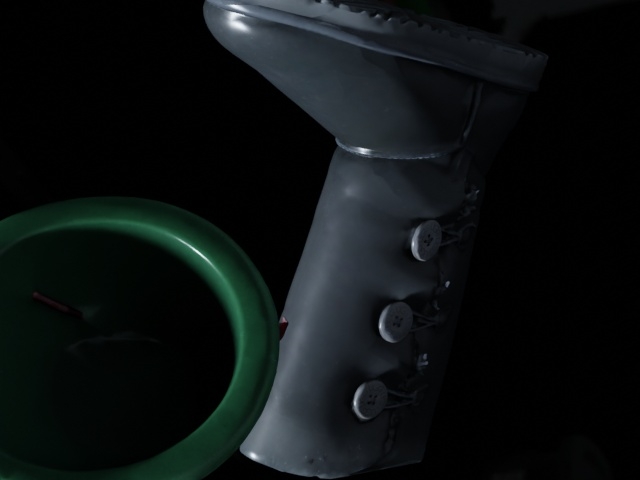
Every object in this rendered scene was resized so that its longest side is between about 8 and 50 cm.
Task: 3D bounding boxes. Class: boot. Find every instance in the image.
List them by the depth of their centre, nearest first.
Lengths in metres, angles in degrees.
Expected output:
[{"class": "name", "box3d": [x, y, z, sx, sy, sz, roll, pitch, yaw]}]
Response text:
[{"class": "boot", "box3d": [0.002, 0.000, 1.196, 0.367, 0.146, 0.445, 10, -73, -33]}]

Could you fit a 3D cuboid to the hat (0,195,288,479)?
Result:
[{"class": "hat", "box3d": [-0.106, 0.090, 0.717, 0.183, 0.209, 0.173, 101, 163, -61]}]
